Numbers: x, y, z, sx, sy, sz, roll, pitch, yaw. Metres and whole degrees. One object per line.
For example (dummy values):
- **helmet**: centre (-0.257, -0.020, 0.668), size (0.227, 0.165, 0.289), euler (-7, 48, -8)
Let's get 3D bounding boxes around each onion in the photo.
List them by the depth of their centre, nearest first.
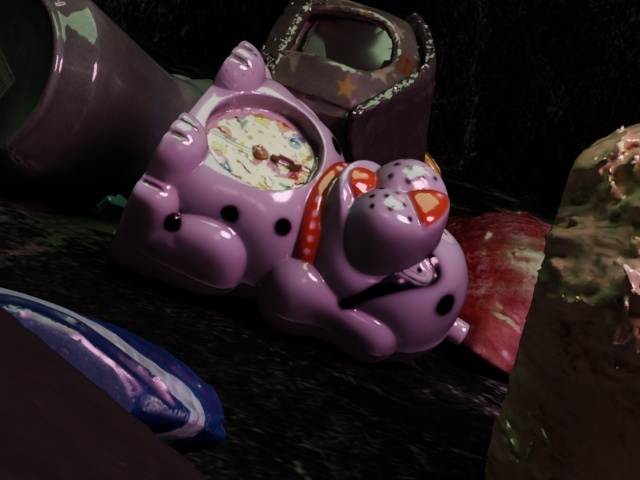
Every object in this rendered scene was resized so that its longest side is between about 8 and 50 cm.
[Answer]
- **onion**: centre (0.160, 0.041, 1.447), size (0.283, 0.120, 0.227), euler (17, 13, -12)

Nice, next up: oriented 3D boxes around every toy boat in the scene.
- **toy boat**: centre (-0.163, 0.054, 0.889), size (0.220, 0.067, 0.291), euler (19, -3, -13)

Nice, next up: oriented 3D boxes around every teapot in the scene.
- **teapot**: centre (-0.177, -0.092, 1.434), size (0.225, 0.171, 0.203), euler (21, 37, -47)

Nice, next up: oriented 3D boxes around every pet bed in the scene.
- **pet bed**: centre (0.027, -0.086, 1.502), size (0.159, 0.211, 0.183), euler (15, 40, 11)

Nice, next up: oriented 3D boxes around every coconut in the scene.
- **coconut**: centre (0.263, 0.073, 0.909), size (0.309, 0.297, 0.297), euler (17, 7, 14)

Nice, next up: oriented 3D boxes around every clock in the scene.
- **clock**: centre (-0.002, -0.003, 1.258), size (0.254, 0.189, 0.189), euler (29, 9, 8)

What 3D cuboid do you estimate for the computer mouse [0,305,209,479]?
- **computer mouse**: centre (-0.154, 0.066, 0.550), size (0.323, 0.116, 0.183), euler (34, 11, 30)

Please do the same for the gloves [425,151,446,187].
- **gloves**: centre (0.029, -0.024, 1.716), size (0.133, 0.116, 0.294), euler (-6, 9, 20)
